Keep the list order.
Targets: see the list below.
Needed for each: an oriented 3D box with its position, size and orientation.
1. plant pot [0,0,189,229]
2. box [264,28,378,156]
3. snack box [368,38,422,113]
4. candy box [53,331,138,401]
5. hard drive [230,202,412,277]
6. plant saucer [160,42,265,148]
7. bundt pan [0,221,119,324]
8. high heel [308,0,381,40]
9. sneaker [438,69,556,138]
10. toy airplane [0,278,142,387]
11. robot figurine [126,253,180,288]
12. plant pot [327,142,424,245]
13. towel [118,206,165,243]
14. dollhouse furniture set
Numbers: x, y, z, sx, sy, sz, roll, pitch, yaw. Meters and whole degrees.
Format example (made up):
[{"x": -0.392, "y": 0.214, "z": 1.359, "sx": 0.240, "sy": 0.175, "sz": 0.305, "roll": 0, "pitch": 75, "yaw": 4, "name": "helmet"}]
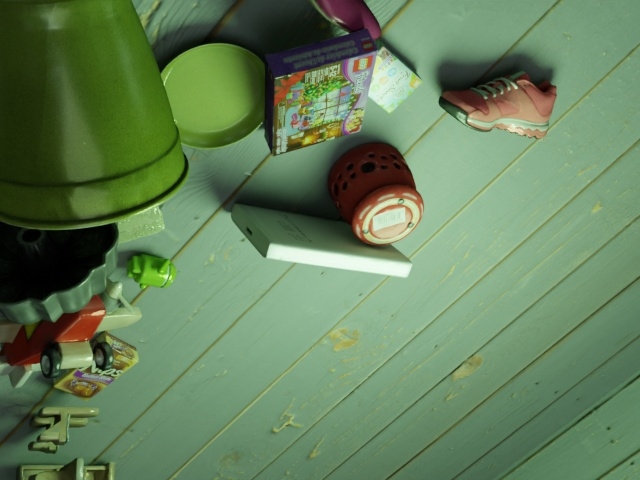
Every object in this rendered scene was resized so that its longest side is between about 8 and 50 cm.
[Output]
[{"x": -0.421, "y": -0.260, "z": 1.362, "sx": 0.367, "sy": 0.366, "sz": 0.353, "roll": -10, "pitch": 123, "yaw": -13, "name": "plant pot"}, {"x": -0.007, "y": -0.281, "z": 1.600, "sx": 0.201, "sy": 0.057, "sz": 0.293, "roll": -18, "pitch": 160, "yaw": -11, "name": "box"}, {"x": 0.131, "y": -0.339, "z": 1.702, "sx": 0.100, "sy": 0.037, "sz": 0.141, "roll": -42, "pitch": 133, "yaw": 19, "name": "snack box"}, {"x": -0.557, "y": 0.313, "z": 2.032, "sx": 0.187, "sy": 0.053, "sz": 0.109, "roll": -39, "pitch": 133, "yaw": 13, "name": "candy box"}, {"x": 0.000, "y": 0.000, "z": 1.834, "sx": 0.353, "sy": 0.233, "sz": 0.047, "roll": 8, "pitch": 109, "yaw": -29, "name": "hard drive"}, {"x": -0.212, "y": -0.287, "z": 1.612, "sx": 0.241, "sy": 0.037, "sz": 0.241, "roll": -12, "pitch": 134, "yaw": -12, "name": "plant saucer"}, {"x": -0.541, "y": 0.028, "z": 1.575, "sx": 0.331, "sy": 0.330, "sz": 0.124, "roll": -12, "pitch": 141, "yaw": -11, "name": "bundt pan"}, {"x": 0.020, "y": -0.504, "z": 1.446, "sx": 0.377, "sy": 0.127, "sz": 0.181, "roll": 26, "pitch": 111, "yaw": -43, "name": "high heel"}, {"x": 0.392, "y": -0.316, "z": 1.801, "sx": 0.314, "sy": 0.116, "sz": 0.136, "roll": 2, "pitch": 121, "yaw": -33, "name": "sneaker"}, {"x": -0.608, "y": 0.169, "z": 1.763, "sx": 0.385, "sy": 0.272, "sz": 0.386, "roll": -10, "pitch": 172, "yaw": 1, "name": "toy airplane"}, {"x": -0.379, "y": 0.070, "z": 1.861, "sx": 0.115, "sy": 0.067, "sz": 0.101, "roll": 16, "pitch": 141, "yaw": -34, "name": "robot figurine"}, {"x": 0.129, "y": -0.094, "z": 1.841, "sx": 0.191, "sy": 0.174, "sz": 0.191, "roll": -12, "pitch": 137, "yaw": -11, "name": "plant pot"}, {"x": -0.415, "y": -0.041, "z": 1.770, "sx": 0.148, "sy": 0.027, "sz": 0.110, "roll": -16, "pitch": 135, "yaw": -7, "name": "towel"}, {"x": -0.629, "y": 0.645, "z": 2.117, "sx": 0.257, "sy": 0.362, "sz": 0.394, "roll": 7, "pitch": 156, "yaw": -26, "name": "dollhouse furniture set"}]
